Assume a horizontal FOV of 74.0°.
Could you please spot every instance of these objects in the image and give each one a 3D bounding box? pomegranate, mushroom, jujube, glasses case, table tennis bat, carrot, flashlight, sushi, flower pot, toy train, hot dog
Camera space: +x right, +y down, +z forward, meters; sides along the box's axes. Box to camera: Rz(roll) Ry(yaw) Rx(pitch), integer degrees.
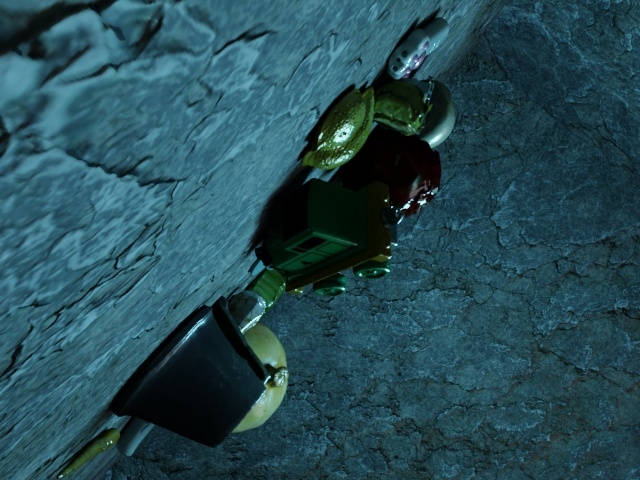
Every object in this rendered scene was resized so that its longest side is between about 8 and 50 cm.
[{"bbox_3d":[-0.290,0.469,1.501,0.411,0.412,0.411,-50,179,-1],"label":"pomegranate"},{"bbox_3d":[0.268,-0.346,1.189,0.209,0.206,0.206,-24,162,-40],"label":"mushroom"},{"bbox_3d":[0.177,-0.166,1.112,0.258,0.258,0.376,-50,-171,10],"label":"jujube"},{"bbox_3d":[-0.673,0.690,1.606,0.308,0.083,0.128,-50,-175,28],"label":"glasses case"},{"bbox_3d":[-0.165,0.058,1.361,0.153,0.040,0.244,-48,175,-12],"label":"table tennis bat"},{"bbox_3d":[-0.565,0.521,1.041,0.049,0.049,0.254,-49,176,-3],"label":"carrot"},{"bbox_3d":[0.188,-0.359,0.784,0.200,0.048,0.093,-48,178,-40],"label":"flashlight"},{"bbox_3d":[0.170,-0.295,0.905,0.291,0.139,0.131,-49,160,-62],"label":"sushi"},{"bbox_3d":[-0.289,0.353,1.063,0.379,0.251,0.379,-48,-179,1],"label":"flower pot"},{"bbox_3d":[0.000,0.000,0.943,0.429,0.249,0.178,-28,-126,49],"label":"toy train"},{"bbox_3d":[-0.275,0.258,1.320,0.252,0.131,0.069,-52,152,-32],"label":"hot dog"}]

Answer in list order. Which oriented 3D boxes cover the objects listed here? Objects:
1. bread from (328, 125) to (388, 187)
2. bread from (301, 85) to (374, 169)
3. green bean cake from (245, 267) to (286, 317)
[{"bbox_3d":[0.176,-0.227,1.406,0.416,0.165,0.113,-51,158,-4],"label":"bread"},{"bbox_3d":[0.049,-0.191,0.706,0.187,0.065,0.149,-47,173,-26],"label":"bread"},{"bbox_3d":[-0.234,0.214,1.753,0.222,0.125,0.248,-51,-178,-42],"label":"green bean cake"}]
